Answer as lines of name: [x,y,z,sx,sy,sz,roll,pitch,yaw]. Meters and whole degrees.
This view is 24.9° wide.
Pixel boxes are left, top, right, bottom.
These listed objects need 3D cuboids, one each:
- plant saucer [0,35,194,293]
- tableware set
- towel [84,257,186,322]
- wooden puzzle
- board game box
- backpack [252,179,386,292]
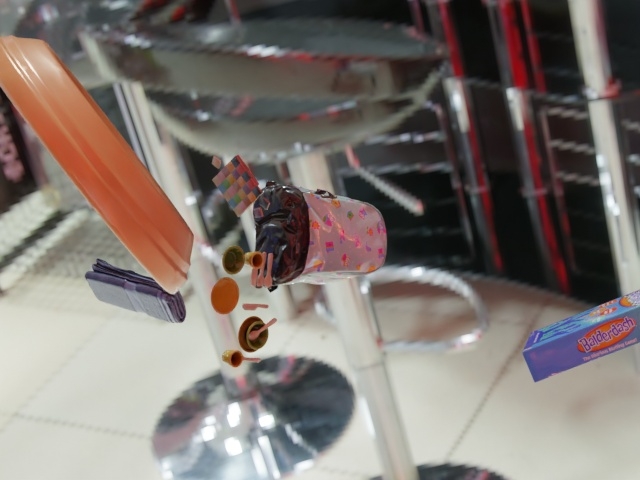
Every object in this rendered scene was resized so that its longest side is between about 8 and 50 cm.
plant saucer: [-0.142,-0.055,0.925,0.037,0.200,0.200,-38,32,-3]
tableware set: [-0.098,0.085,1.848,0.104,0.154,0.024,7,1,-45]
towel: [-0.217,0.061,1.721,0.119,0.067,0.029,14,57,22]
wooden puzzle: [-0.086,-0.057,1.524,0.006,0.083,0.049,-27,-11,-46]
board game box: [0.373,0.115,1.895,0.210,0.047,0.160,-22,0,13]
backpack: [0.000,0.000,1.965,0.182,0.152,0.115,6,-2,-44]
